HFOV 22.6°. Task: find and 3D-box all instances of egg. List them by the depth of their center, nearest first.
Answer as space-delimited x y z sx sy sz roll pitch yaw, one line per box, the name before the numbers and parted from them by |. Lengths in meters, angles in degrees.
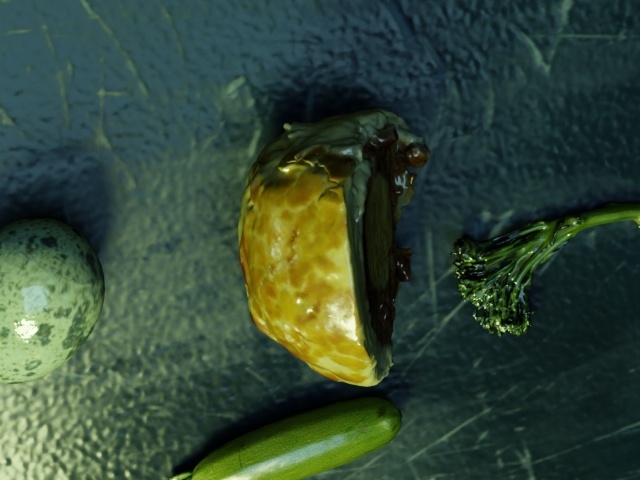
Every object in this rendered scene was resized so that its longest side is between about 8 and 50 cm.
egg | -0.276 0.059 1.513 0.132 0.132 0.172 21 112 -16

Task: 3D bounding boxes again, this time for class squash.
squash | -0.035 0.217 1.638 0.252 0.066 0.066 -20 108 -5

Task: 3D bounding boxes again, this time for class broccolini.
broccolini | 0.267 0.030 1.654 0.271 0.062 0.123 -12 117 -10

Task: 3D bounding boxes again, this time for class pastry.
pastry | -0.002 0.009 1.510 0.170 0.237 0.256 6 110 16
